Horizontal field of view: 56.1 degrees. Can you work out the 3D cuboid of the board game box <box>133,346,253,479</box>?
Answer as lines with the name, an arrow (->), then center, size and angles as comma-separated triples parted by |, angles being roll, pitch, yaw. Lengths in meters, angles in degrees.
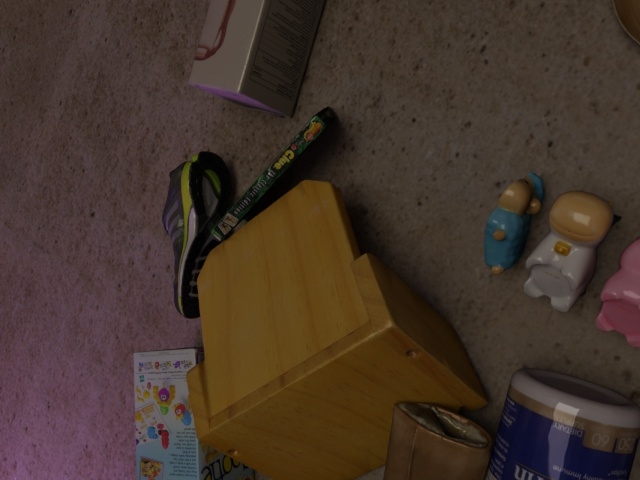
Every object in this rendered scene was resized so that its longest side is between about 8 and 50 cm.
board game box -> -0.214, 0.322, 1.024 | 0.144, 0.142, 0.275 | -9, 80, 30

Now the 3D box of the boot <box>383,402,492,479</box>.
boot -> 0.096, 0.340, 0.831 | 0.236, 0.089, 0.270 | 16, 111, 23

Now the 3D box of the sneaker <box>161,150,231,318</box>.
sneaker -> -0.232, -0.007, 1.107 | 0.121, 0.111, 0.300 | -3, 81, 47

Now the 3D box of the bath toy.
bath toy -> 0.376, 0.037, 0.720 | 0.348, 0.129, 0.151 | 33, 146, 31

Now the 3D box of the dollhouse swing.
dollhouse swing -> 0.003, 0.143, 0.932 | 0.346, 0.315, 0.305 | -36, 33, 23

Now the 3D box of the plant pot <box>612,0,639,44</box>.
plant pot -> 0.488, -0.329, 0.739 | 0.236, 0.032, 0.236 | -3, 84, 30

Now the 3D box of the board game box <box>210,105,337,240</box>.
board game box -> -0.075, -0.113, 0.997 | 0.030, 0.136, 0.259 | 42, 110, -8

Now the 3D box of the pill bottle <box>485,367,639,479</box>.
pill bottle -> 0.279, 0.303, 0.727 | 0.153, 0.153, 0.265 | 14, 93, 31

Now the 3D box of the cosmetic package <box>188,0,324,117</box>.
cosmetic package -> -0.097, -0.380, 1.025 | 0.129, 0.153, 0.296 | 18, 93, 32
